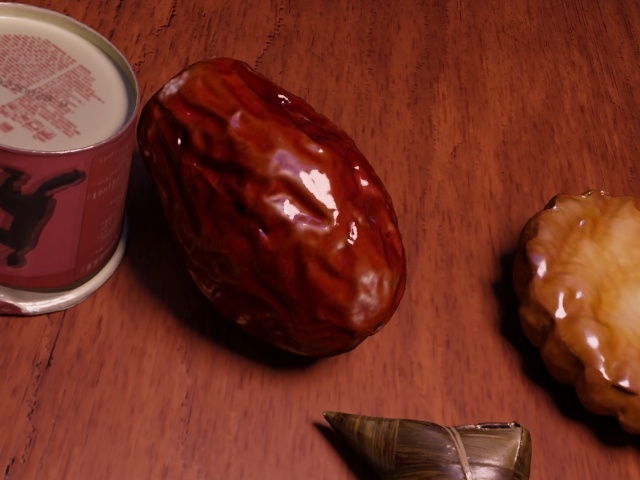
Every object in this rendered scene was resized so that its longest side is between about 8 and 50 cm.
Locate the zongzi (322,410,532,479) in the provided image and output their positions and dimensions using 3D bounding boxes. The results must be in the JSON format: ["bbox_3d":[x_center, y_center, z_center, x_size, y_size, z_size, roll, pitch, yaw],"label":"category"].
[{"bbox_3d":[0.082,0.232,0.735,0.184,0.084,0.187,9,50,1],"label":"zongzi"}]

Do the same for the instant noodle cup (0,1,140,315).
[{"bbox_3d":[-0.261,-0.078,0.774,0.235,0.178,0.235,15,45,-16],"label":"instant noodle cup"}]

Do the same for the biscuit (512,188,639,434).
[{"bbox_3d":[0.352,0.084,0.978,0.326,0.107,0.325,11,48,-13],"label":"biscuit"}]

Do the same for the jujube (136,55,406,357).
[{"bbox_3d":[-0.044,-0.028,0.819,0.290,0.197,0.197,52,47,1],"label":"jujube"}]
